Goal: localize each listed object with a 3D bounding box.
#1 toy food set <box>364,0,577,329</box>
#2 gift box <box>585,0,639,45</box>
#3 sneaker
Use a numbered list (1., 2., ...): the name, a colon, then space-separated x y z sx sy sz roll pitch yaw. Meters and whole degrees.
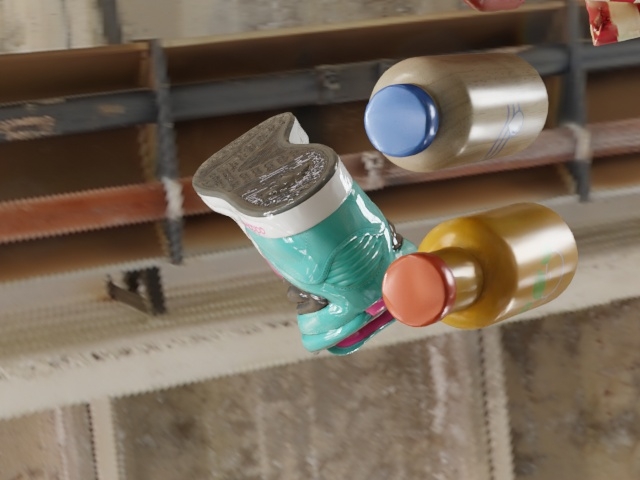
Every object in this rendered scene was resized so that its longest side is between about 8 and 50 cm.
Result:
1. toy food set: 0.089 -0.080 0.533 0.111 0.104 0.232 46 -64 15
2. gift box: 0.129 -0.257 0.709 0.276 0.258 0.255 6 -116 0
3. sneaker: 0.000 0.000 1.317 0.124 0.295 0.178 -34 -71 -3
